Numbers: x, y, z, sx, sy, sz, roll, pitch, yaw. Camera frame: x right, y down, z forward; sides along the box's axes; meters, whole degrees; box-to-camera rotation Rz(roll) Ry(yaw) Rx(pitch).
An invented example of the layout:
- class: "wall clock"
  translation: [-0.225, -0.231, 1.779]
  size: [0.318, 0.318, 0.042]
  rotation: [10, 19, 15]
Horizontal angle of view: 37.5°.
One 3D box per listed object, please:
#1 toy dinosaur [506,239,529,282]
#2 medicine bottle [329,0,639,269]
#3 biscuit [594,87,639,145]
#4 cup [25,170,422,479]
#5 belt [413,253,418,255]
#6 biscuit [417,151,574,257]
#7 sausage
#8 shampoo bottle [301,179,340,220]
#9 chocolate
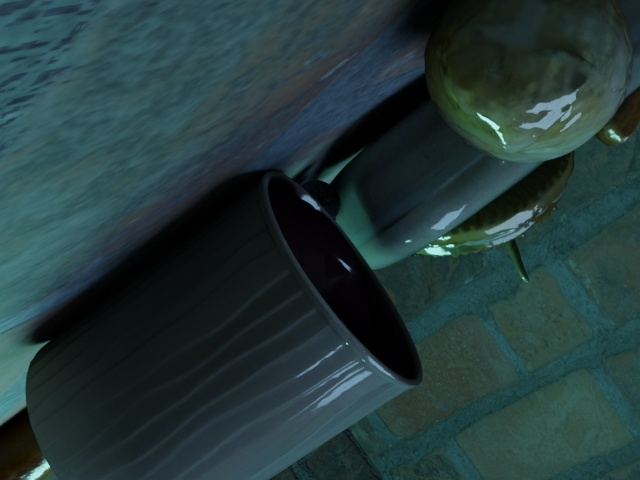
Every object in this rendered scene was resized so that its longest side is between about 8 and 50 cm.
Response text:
- class: "toy dinosaur"
  translation: [0.233, -0.099, 1.267]
  size: [0.072, 0.200, 0.251]
  rotation: [31, 83, -57]
- class: "medicine bottle"
  translation: [0.177, -0.119, 0.952]
  size: [0.375, 0.123, 0.282]
  rotation: [-35, 180, -15]
- class: "biscuit"
  translation: [0.389, -0.250, 1.090]
  size: [0.306, 0.043, 0.284]
  rotation: [-52, -164, 41]
- class: "cup"
  translation: [-0.072, 0.092, 0.811]
  size: [0.273, 0.208, 0.288]
  rotation: [-36, -176, 12]
- class: "belt"
  translation: [0.212, -0.093, 1.467]
  size: [0.257, 0.150, 0.207]
  rotation: [-36, -175, 23]
- class: "biscuit"
  translation: [0.183, -0.075, 1.146]
  size: [0.259, 0.079, 0.259]
  rotation: [-18, -144, 14]
- class: "sausage"
  translation: [-0.362, 0.258, 1.202]
  size: [0.300, 0.083, 0.089]
  rotation: [-39, 170, 10]
- class: "shampoo bottle"
  translation: [-0.031, -0.005, 0.959]
  size: [0.072, 0.072, 0.214]
  rotation: [-34, 176, -23]
- class: "chocolate"
  translation: [0.150, -0.125, 0.658]
  size: [0.134, 0.134, 0.309]
  rotation: [-37, 178, 21]
